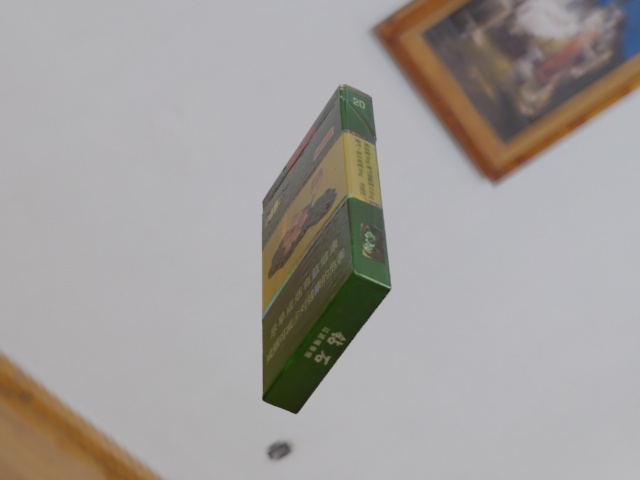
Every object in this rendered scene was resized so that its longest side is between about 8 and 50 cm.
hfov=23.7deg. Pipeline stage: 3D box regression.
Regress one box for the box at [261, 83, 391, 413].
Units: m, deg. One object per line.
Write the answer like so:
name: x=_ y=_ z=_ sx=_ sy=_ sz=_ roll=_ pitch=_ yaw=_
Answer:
box: x=0.000 y=0.000 z=1.107 sx=0.034 sy=0.132 sz=0.235 roll=23 pitch=33 yaw=-19
